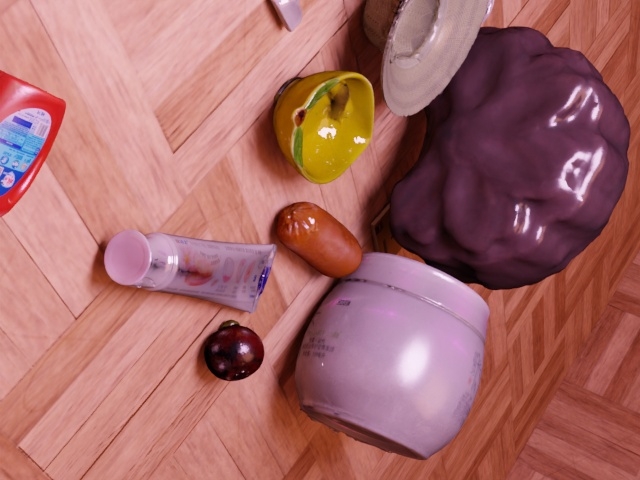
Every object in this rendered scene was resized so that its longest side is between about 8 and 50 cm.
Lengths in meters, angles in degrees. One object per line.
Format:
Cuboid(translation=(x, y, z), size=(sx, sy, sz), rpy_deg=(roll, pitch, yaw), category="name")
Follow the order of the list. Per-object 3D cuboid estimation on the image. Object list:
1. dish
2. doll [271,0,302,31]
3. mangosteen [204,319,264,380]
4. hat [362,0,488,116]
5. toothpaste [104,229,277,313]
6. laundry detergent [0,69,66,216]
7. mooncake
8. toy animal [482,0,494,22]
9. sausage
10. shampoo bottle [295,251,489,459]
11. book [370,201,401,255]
Cuboid(translation=(-0.008, -0.153, 1.159), size=(0.207, 0.080, 0.149), rpy_deg=(11, 105, -62), category="dish")
Cuboid(translation=(0.009, -0.359, 1.036), size=(0.217, 0.085, 0.183), rpy_deg=(-52, 148, -7), category="doll")
Cuboid(translation=(-0.115, 0.146, 1.208), size=(0.081, 0.081, 0.081), rpy_deg=(-38, 141, -40), category="mangosteen")
Cuboid(translation=(0.118, -0.301, 1.229), size=(0.252, 0.110, 0.252), rpy_deg=(-42, 150, -32), category="hat")
Cuboid(translation=(-0.138, 0.035, 1.103), size=(0.323, 0.066, 0.100), rpy_deg=(16, 92, -65), category="toothpaste")
Cuboid(translation=(-0.286, -0.061, 0.802), size=(0.165, 0.049, 0.097), rpy_deg=(-64, 155, 1), category="laundry detergent")
Cuboid(translation=(0.269, -0.126, 1.351), size=(0.212, 0.350, 0.381), rpy_deg=(22, 68, -51), category="mooncake")
Cuboid(translation=(0.236, -0.427, 1.381), size=(0.127, 0.131, 0.182), rpy_deg=(-31, 138, 2), category="toy animal")
Cuboid(translation=(0.000, 0.000, 1.291), size=(0.076, 0.076, 0.197), rpy_deg=(-62, 149, -7), category="sausage")
Cuboid(translation=(0.110, 0.175, 1.396), size=(0.266, 0.273, 0.273), rpy_deg=(-68, 153, -18), category="shampoo bottle")
Cuboid(translation=(0.141, -0.042, 1.555), size=(0.172, 0.012, 0.118), rpy_deg=(-49, 146, -28), category="book")
